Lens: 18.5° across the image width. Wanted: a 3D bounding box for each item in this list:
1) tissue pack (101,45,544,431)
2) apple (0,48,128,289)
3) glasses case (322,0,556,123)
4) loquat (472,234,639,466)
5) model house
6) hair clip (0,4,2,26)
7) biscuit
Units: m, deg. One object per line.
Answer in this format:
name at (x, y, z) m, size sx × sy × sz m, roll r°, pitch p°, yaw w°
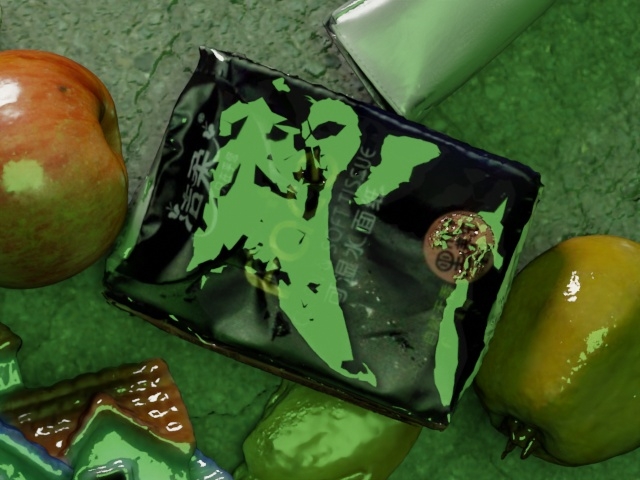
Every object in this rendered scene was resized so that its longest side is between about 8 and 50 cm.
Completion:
tissue pack at (0.000, 0.000, 1.668) m, size 0.332 × 0.123 × 0.245 m, roll 22°, pitch 82°, yaw 6°
apple at (-0.240, -0.059, 1.610) m, size 0.164 × 0.209 × 0.209 m, roll -21°, pitch 93°, yaw 2°
glasses case at (0.139, -0.235, 1.763) m, size 0.308 × 0.083 × 0.128 m, roll -42°, pitch 92°, yaw -10°
loquat at (0.231, 0.100, 1.727) m, size 0.187 × 0.176 × 0.234 m, roll 40°, pitch 87°, yaw -11°
model house at (-0.206, 0.200, 1.599) m, size 0.294 × 0.252 × 0.329 m, roll -12°, pitch 85°, yaw -9°
hair clip at (-0.427, -0.184, 1.609) m, size 0.321 × 0.091 × 0.138 m, roll -21°, pitch 63°, yaw -14°
biscuit at (0.022, 0.140, 1.746) m, size 0.154 × 0.045 × 0.299 m, roll 21°, pitch 85°, yaw -12°
